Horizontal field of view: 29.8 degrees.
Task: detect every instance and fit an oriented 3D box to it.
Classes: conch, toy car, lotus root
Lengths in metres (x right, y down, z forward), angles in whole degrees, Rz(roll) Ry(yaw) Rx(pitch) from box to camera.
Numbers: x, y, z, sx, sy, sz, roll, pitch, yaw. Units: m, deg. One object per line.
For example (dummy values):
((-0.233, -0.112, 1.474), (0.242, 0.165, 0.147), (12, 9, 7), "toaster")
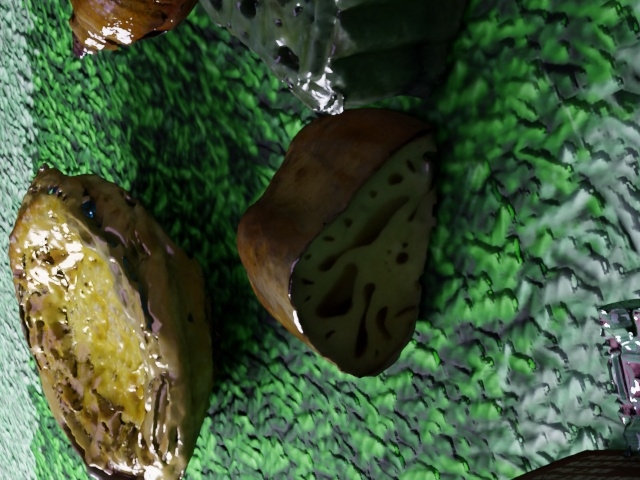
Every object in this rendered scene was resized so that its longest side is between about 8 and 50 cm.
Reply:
((-0.107, -0.204, 0.826), (0.086, 0.080, 0.233), (47, 115, 19), "conch")
((0.166, 0.056, 0.507), (0.142, 0.055, 0.069), (168, 91, -72), "toy car")
((0.001, -0.001, 0.716), (0.135, 0.095, 0.160), (25, 117, 56), "lotus root")

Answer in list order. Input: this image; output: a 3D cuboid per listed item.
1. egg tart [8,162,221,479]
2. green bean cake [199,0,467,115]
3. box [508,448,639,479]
((-0.159, 0.069, 0.988), (0.290, 0.107, 0.291), (25, 123, 46), "egg tart")
((0.001, -0.179, 0.637), (0.173, 0.094, 0.181), (50, 141, 34), "green bean cake")
((0.228, 0.255, 0.424), (0.385, 0.122, 0.345), (-16, 89, 59), "box")
